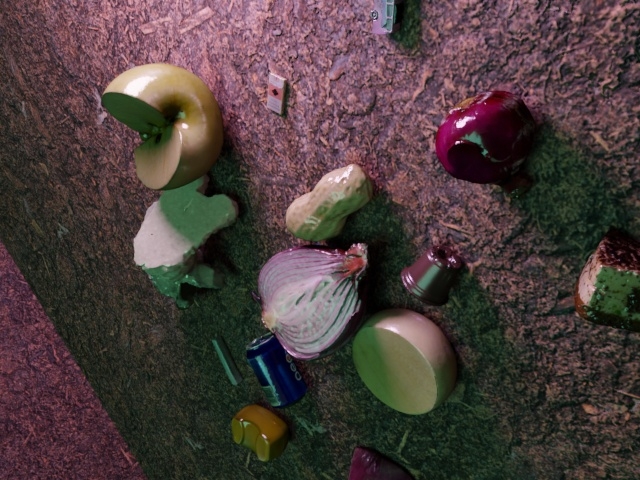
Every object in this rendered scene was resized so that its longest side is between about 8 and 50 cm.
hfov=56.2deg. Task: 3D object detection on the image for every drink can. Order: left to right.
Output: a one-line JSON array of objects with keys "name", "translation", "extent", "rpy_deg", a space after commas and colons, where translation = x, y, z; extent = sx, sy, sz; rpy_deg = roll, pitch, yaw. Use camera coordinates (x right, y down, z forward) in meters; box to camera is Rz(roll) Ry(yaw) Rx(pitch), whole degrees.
[{"name": "drink can", "translation": [-0.126, 0.369, 1.706], "extent": [0.118, 0.118, 0.205], "rpy_deg": [-19, 100, 47]}]

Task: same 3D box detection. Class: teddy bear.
[{"name": "teddy bear", "translation": [-0.379, 0.017, 1.751], "extent": [0.327, 0.375, 0.362], "rpy_deg": [41, 177, 17]}]

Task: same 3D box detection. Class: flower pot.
[{"name": "flower pot", "translation": [0.231, 0.063, 1.206], "extent": [0.111, 0.111, 0.089], "rpy_deg": [41, 125, 18]}]

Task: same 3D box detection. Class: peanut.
[{"name": "peanut", "translation": [0.023, -0.076, 1.309], "extent": [0.257, 0.123, 0.123], "rpy_deg": [-32, 90, 44]}]

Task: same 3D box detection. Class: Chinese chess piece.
[{"name": "Chinese chess piece", "translation": [0.190, 0.273, 1.366], "extent": [0.251, 0.097, 0.250], "rpy_deg": [23, 129, 33]}]

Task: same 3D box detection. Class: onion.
[{"name": "onion", "translation": [0.026, 0.116, 1.390], "extent": [0.349, 0.159, 0.267], "rpy_deg": [-32, 76, 32]}, {"name": "onion", "translation": [0.158, 0.716, 1.650], "extent": [0.247, 0.111, 0.250], "rpy_deg": [20, 124, 36]}, {"name": "onion", "translation": [0.281, -0.145, 1.005], "extent": [0.173, 0.135, 0.198], "rpy_deg": [-30, 93, 51]}]

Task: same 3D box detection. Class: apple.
[{"name": "apple", "translation": [-0.366, -0.284, 1.464], "extent": [0.258, 0.233, 0.295], "rpy_deg": [-7, 113, 62]}]

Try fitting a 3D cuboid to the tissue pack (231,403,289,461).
[{"name": "tissue pack", "translation": [-0.184, 0.601, 1.895], "extent": [0.178, 0.127, 0.123], "rpy_deg": [22, 120, 32]}]

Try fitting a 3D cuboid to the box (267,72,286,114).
[{"name": "box", "translation": [-0.099, -0.330, 1.345], "extent": [0.046, 0.012, 0.083], "rpy_deg": [33, 134, 27]}]

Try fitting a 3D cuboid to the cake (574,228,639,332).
[{"name": "cake", "translation": [0.520, 0.099, 0.924], "extent": [0.246, 0.135, 0.112], "rpy_deg": [32, 131, 25]}]

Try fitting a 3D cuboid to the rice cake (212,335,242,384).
[{"name": "rice cake", "translation": [-0.303, 0.390, 1.946], "extent": [0.029, 0.033, 0.170], "rpy_deg": [-18, 100, 43]}]

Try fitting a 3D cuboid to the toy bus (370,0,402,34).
[{"name": "toy bus", "translation": [0.120, -0.433, 1.062], "extent": [0.052, 0.037, 0.130], "rpy_deg": [19, 124, 29]}]

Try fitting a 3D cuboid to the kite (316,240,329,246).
[{"name": "kite", "translation": [-0.004, 0.002, 1.458], "extent": [0.078, 0.002, 0.044], "rpy_deg": [56, 138, 1]}]
